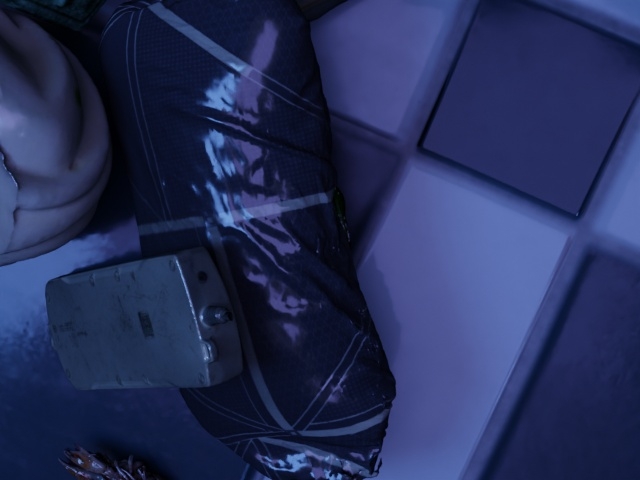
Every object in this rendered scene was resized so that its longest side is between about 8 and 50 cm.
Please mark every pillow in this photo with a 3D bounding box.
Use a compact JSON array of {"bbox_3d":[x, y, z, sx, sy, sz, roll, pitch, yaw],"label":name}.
[{"bbox_3d":[-0.045,0.000,0.706,0.161,0.092,0.335,-3,102,38],"label":"pillow"}]

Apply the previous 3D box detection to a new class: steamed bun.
[{"bbox_3d":[-0.206,-0.071,0.715,0.183,0.106,0.183,20,123,34],"label":"steamed bun"}]

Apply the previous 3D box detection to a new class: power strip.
[{"bbox_3d":[-0.111,0.051,0.702,0.029,0.227,0.080,-17,94,-37],"label":"power strip"}]

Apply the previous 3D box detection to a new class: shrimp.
[{"bbox_3d":[-0.140,0.163,0.786,0.092,0.038,0.029,19,56,3],"label":"shrimp"}]

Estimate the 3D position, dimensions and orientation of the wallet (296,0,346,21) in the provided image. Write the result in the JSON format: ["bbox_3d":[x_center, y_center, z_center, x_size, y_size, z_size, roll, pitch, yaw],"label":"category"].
[{"bbox_3d":[-0.029,-0.324,0.696,0.252,0.083,0.360,-25,96,13],"label":"wallet"}]

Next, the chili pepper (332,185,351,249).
[{"bbox_3d":[0.001,-0.001,0.757,0.034,0.030,0.091,3,96,25],"label":"chili pepper"}]

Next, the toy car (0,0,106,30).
[{"bbox_3d":[-0.103,-0.267,0.617,0.321,0.141,0.097,-49,59,17],"label":"toy car"}]
